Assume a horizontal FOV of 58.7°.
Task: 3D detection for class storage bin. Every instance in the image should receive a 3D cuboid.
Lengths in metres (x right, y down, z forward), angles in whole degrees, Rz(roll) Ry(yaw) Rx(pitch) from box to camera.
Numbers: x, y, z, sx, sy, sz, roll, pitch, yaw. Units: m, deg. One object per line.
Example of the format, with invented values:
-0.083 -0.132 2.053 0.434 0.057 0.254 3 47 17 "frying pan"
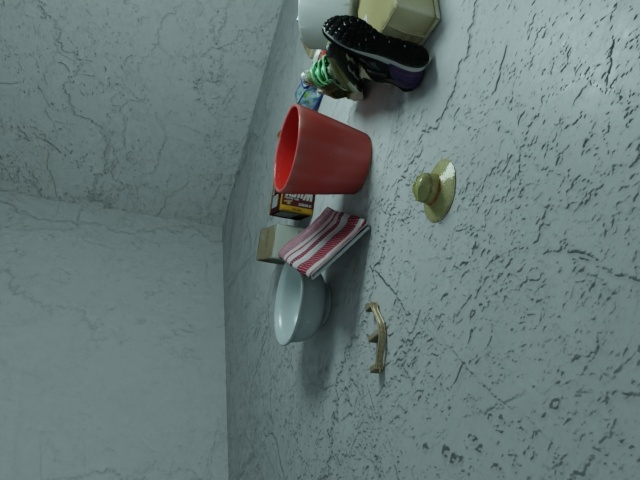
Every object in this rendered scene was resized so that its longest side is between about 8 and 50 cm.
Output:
0.195 -0.609 1.544 0.260 0.123 0.262 127 147 -57 "storage bin"

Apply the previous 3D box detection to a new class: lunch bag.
-0.039 -0.620 2.329 0.151 0.096 0.129 -53 27 28 "lunch bag"

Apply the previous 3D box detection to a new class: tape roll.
0.055 -0.717 1.777 0.246 0.169 0.246 13 -90 -72 "tape roll"

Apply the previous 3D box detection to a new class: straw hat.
0.237 -0.116 1.263 0.144 0.061 0.144 -170 90 -72 "straw hat"

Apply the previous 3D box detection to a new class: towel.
0.000 0.000 1.740 0.237 0.037 0.329 -43 20 -8 "towel"

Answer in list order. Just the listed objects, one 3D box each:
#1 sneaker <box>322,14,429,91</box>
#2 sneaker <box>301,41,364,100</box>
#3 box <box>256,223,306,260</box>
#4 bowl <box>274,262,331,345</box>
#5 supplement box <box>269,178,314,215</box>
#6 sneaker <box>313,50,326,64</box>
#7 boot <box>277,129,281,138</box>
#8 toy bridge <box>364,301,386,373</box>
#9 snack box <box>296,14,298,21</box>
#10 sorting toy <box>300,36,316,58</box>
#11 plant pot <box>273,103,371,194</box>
0.125 -0.460 1.444 0.107 0.283 0.124 -58 -9 -28 "sneaker"
0.029 -0.487 1.691 0.410 0.182 0.158 -1 -97 -82 "sneaker"
-0.165 0.019 2.335 0.311 0.121 0.148 166 113 -71 "box"
-0.049 0.203 1.865 0.298 0.134 0.298 -170 90 -72 "bowl"
-0.108 -0.191 2.251 0.194 0.129 0.191 169 110 -71 "supplement box"
0.063 -0.750 2.107 0.118 0.107 0.279 34 117 50 "sneaker"
-0.132 -0.524 2.593 0.197 0.073 0.152 38 119 56 "boot"
0.142 0.240 1.433 0.063 0.026 0.188 126 148 -52 "toy bridge"
0.009 -0.789 1.955 0.207 0.070 0.174 17 -94 -64 "snack box"
0.014 -0.885 2.290 0.255 0.089 0.257 -106 31 -52 "sorting toy"
0.009 -0.258 1.740 0.275 0.243 0.275 -171 90 -73 "plant pot"
